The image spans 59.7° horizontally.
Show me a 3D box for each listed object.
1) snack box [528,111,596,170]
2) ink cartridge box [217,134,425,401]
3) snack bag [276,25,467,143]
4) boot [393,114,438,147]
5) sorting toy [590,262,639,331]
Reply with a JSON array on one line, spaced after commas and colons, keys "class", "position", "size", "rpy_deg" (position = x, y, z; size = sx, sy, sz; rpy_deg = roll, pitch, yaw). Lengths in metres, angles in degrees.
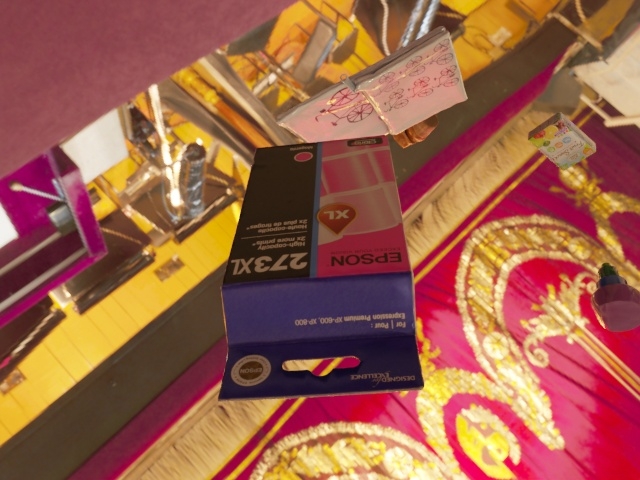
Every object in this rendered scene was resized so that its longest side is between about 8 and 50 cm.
[{"class": "snack box", "position": [0.628, -0.257, 1.453], "size": [0.100, 0.141, 0.037], "rpy_deg": [-37, -155, 47]}, {"class": "ink cartridge box", "position": [0.000, 0.000, 0.592], "size": [0.371, 0.175, 0.069], "rpy_deg": [-89, 173, -52]}, {"class": "snack bag", "position": [0.110, -0.257, 1.086], "size": [0.342, 0.037, 0.323], "rpy_deg": [-24, 167, 15]}, {"class": "boot", "position": [0.212, -0.341, 1.428], "size": [0.072, 0.197, 0.152], "rpy_deg": [-19, 176, -23]}, {"class": "sorting toy", "position": [0.568, 0.056, 0.771], "size": [0.126, 0.365, 0.127], "rpy_deg": [-75, 155, -47]}]
